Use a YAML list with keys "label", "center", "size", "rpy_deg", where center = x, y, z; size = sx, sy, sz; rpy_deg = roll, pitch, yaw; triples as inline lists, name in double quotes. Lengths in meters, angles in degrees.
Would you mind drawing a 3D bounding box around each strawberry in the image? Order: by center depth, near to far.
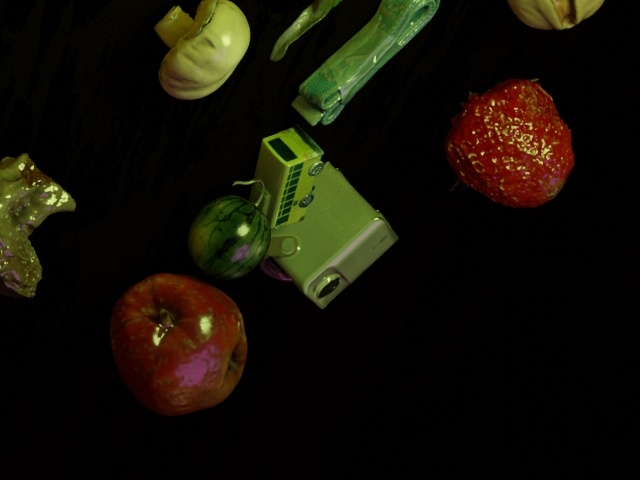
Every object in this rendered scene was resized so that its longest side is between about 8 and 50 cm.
- label: "strawberry"
  center: [0.401, -0.191, 2.392]
  size: [0.257, 0.277, 0.257]
  rpy_deg: [-32, 151, -21]

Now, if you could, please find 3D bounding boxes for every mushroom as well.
- label: "mushroom"
  center: [-0.167, -0.266, 1.583]
  size: [0.154, 0.122, 0.154]
  rpy_deg: [-52, -167, 17]

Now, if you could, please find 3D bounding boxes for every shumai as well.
- label: "shumai"
  center: [-0.429, -0.026, 1.565]
  size: [0.176, 0.166, 0.206]
  rpy_deg: [-59, 163, -19]

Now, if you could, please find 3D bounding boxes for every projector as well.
- label: "projector"
  center: [0.000, 0.000, 2.209]
  size: [0.242, 0.177, 0.163]
  rpy_deg: [-41, 155, -1]

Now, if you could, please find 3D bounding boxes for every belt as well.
- label: "belt"
  center: [0.074, -0.315, 1.923]
  size: [0.302, 0.072, 0.087]
  rpy_deg: [-46, 160, 4]

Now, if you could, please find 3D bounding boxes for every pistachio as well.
- label: "pistachio"
  center: [0.410, -0.485, 2.054]
  size: [0.187, 0.187, 0.299]
  rpy_deg: [-42, 151, -1]

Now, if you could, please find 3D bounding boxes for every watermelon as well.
- label: "watermelon"
  center: [-0.145, -0.020, 1.998]
  size: [0.187, 0.140, 0.140]
  rpy_deg: [-52, 156, 6]

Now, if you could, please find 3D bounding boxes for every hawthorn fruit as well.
- label: "hawthorn fruit"
  center: [-0.252, 0.177, 2.047]
  size: [0.258, 0.258, 0.262]
  rpy_deg: [-40, 124, -5]

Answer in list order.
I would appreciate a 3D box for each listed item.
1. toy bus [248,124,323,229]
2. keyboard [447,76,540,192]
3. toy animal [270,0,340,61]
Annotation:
- label: "toy bus"
  center: [-0.065, -0.106, 2.041]
  size: [0.101, 0.088, 0.175]
  rpy_deg: [-24, 148, -33]
- label: "keyboard"
  center: [0.387, -0.231, 2.606]
  size: [0.106, 0.027, 0.317]
  rpy_deg: [-19, 148, -44]
- label: "toy animal"
  center: [-0.011, -0.356, 1.761]
  size: [0.217, 0.041, 0.075]
  rpy_deg: [-43, 158, 11]
